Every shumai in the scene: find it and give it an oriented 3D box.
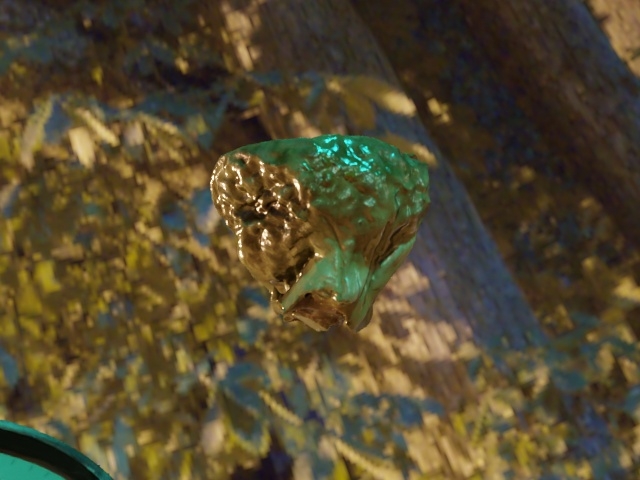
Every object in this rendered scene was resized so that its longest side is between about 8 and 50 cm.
[{"bbox_3d":[0.000,-0.002,1.772,0.256,0.218,0.189,-5,-4,17],"label":"shumai"}]

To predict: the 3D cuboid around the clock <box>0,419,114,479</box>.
[{"bbox_3d":[-0.278,0.249,1.107,0.325,0.325,0.067,-4,-53,-20],"label":"clock"}]
